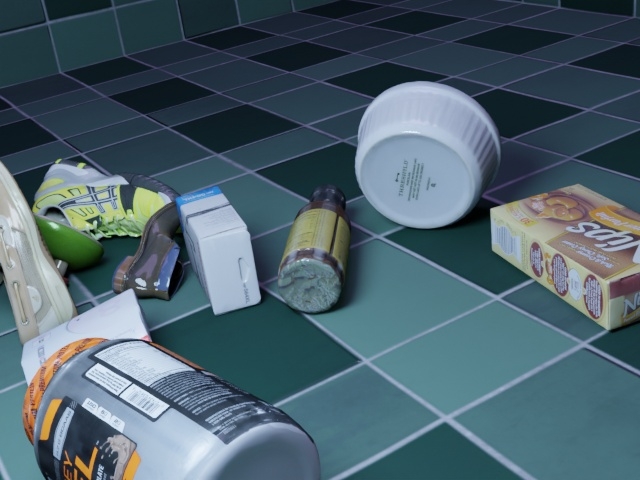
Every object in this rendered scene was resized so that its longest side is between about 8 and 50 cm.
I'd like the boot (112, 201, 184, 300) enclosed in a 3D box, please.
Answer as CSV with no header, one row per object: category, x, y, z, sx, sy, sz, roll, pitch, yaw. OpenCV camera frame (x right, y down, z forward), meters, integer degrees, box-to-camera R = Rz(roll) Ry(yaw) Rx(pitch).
boot,-0.274,0.023,1.592,0.106,0.082,0.219,13,53,19

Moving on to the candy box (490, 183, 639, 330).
candy box,0.428,0.014,1.394,0.183,0.088,0.316,-16,27,-16

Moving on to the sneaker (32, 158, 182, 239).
sneaker,-0.417,-0.053,1.787,0.384,0.145,0.147,10,62,29

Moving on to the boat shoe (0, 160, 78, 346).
boat shoe,-0.516,0.008,1.452,0.110,0.341,0.121,-25,-6,-21

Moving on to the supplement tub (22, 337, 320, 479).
supplement tub,-0.180,0.235,0.989,0.207,0.207,0.338,-29,32,-36

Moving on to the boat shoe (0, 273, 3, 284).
boat shoe,-0.655,-0.010,1.740,0.123,0.123,0.342,-6,26,6

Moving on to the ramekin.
ramekin,0.187,-0.142,1.610,0.272,0.273,0.127,2,40,21

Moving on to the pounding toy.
pounding toy,-0.528,0.021,1.626,0.183,0.237,0.110,-12,56,59

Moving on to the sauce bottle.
sauce bottle,0.000,0.000,1.536,0.111,0.111,0.344,-4,25,10

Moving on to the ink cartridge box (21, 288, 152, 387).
ink cartridge box,-0.338,0.163,1.281,0.189,0.066,0.232,-27,15,-9

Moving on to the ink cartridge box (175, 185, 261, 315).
ink cartridge box,-0.177,0.014,1.513,0.086,0.148,0.203,-15,26,-13
